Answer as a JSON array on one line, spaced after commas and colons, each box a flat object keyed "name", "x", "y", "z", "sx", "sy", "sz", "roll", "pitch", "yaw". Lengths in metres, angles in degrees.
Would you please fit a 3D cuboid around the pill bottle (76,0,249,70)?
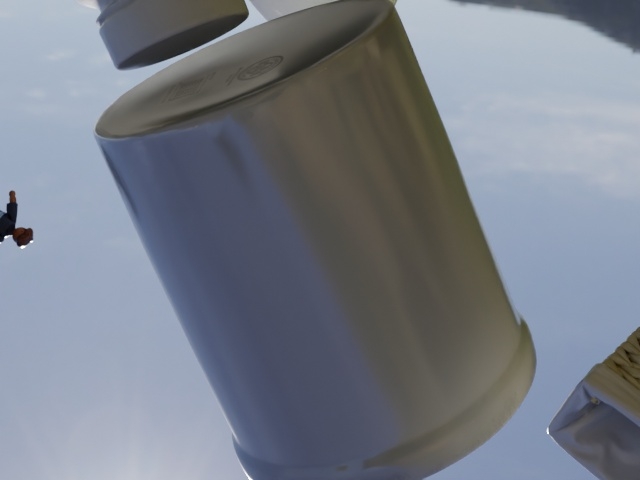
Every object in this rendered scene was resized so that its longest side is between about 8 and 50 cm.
[{"name": "pill bottle", "x": -0.179, "y": -0.311, "z": 1.076, "sx": 0.160, "sy": 0.283, "sz": 0.160, "roll": -23, "pitch": -178, "yaw": 1}]

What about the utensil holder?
[{"name": "utensil holder", "x": 0.000, "y": 0.000, "z": 1.149, "sx": 0.327, "sy": 0.386, "sz": 0.328, "roll": -19, "pitch": -159, "yaw": 8}]

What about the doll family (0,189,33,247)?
[{"name": "doll family", "x": -0.418, "y": 0.020, "z": 1.385, "sx": 0.111, "sy": 0.193, "sz": 0.076, "roll": 27, "pitch": 176, "yaw": 10}]

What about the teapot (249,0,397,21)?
[{"name": "teapot", "x": 0.015, "y": -0.371, "z": 1.494, "sx": 0.187, "sy": 0.256, "sz": 0.252, "roll": -35, "pitch": -178, "yaw": 32}]

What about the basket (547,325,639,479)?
[{"name": "basket", "x": 0.290, "y": 0.155, "z": 0.964, "sx": 0.167, "sy": 0.113, "sz": 0.103, "roll": 38, "pitch": -120, "yaw": 16}]
